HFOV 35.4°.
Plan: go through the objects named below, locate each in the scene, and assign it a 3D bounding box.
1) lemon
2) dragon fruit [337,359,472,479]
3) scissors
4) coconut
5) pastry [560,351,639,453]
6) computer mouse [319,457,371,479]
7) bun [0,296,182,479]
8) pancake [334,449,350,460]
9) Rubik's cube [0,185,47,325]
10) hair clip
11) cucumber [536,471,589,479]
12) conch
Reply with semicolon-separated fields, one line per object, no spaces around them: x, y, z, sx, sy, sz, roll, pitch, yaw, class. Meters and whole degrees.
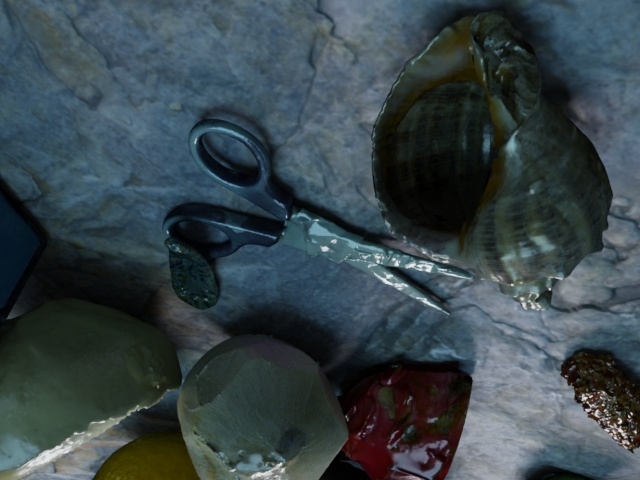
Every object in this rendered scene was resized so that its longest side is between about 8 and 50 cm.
-0.241;0.440;1.610;0.293;0.293;0.293;10;138;9;lemon
0.115;0.275;1.402;0.163;0.189;0.262;-2;141;-24;dragon fruit
0.000;0.000;1.217;0.383;0.029;0.256;23;142;-7;scissors
-0.080;0.241;1.347;0.227;0.227;0.230;33;174;-16;coconut
0.374;0.211;1.285;0.087;0.063;0.169;-25;124;41;pastry
0.072;0.399;1.478;0.137;0.269;0.086;19;110;-52;computer mouse
-0.384;0.193;1.375;0.364;0.364;0.202;-24;92;38;bun
0.018;0.314;1.561;0.108;0.017;0.108;13;140;11;pancake
-0.596;0.027;1.253;0.313;0.316;0.318;-9;133;28;Rubik's cube
-0.170;0.036;1.291;0.066;0.036;0.229;17;159;8;hair clip
0.354;0.392;1.491;0.116;0.062;0.115;28;137;0;cucumber
0.177;-0.073;0.988;0.210;0.159;0.291;-3;97;35;conch
